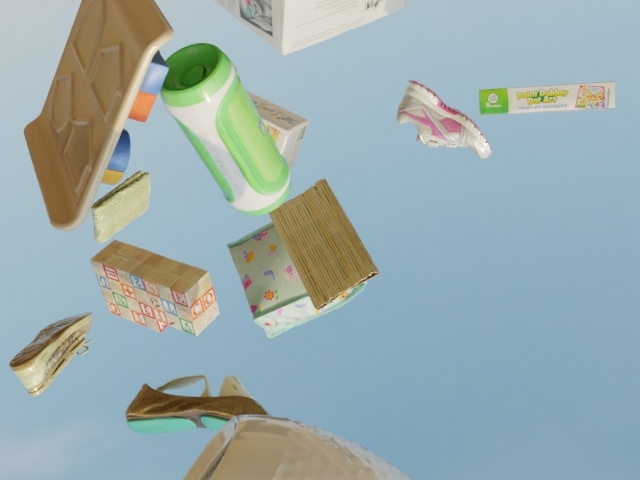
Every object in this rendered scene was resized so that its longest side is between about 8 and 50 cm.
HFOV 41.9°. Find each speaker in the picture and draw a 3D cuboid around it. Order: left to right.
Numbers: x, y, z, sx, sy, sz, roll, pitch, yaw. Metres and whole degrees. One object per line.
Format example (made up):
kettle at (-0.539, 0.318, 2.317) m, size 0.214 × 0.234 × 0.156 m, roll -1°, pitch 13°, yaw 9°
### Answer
speaker at (-0.147, -0.170, 1.343) m, size 0.131 × 0.296 × 0.131 m, roll -12°, pitch -129°, yaw 15°

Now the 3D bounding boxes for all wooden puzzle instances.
wooden puzzle at (-0.336, -0.229, 1.290) m, size 0.080 × 0.348 × 0.322 m, roll 15°, pitch -152°, yaw -38°

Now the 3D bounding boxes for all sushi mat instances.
sushi mat at (0.000, 0.000, 1.772) m, size 0.151 × 0.019 × 0.316 m, roll -33°, pitch -133°, yaw 6°

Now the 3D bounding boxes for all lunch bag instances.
lunch bag at (-0.048, 0.063, 1.897) m, size 0.262 × 0.160 × 0.223 m, roll -25°, pitch -119°, yaw 1°

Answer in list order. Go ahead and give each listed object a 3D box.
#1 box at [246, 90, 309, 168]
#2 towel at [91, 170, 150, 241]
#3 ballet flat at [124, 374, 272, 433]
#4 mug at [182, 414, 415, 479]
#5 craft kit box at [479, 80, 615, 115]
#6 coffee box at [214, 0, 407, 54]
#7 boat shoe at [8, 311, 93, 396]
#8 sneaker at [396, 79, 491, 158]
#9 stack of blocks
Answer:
box at (-0.145, -0.228, 1.711) m, size 0.203 × 0.114 × 0.103 m, roll 28°, pitch -152°, yaw 13°
towel at (-0.394, -0.068, 1.667) m, size 0.027 × 0.110 × 0.148 m, roll 33°, pitch -128°, yaw 21°
ballet flat at (-0.228, 0.332, 1.687) m, size 0.342 × 0.116 × 0.124 m, roll -1°, pitch -124°, yaw 18°
mug at (-0.038, 0.398, 0.984) m, size 0.374 × 0.328 × 0.276 m, roll -50°, pitch -172°, yaw 20°
craft kit box at (0.449, -0.279, 1.657) m, size 0.246 × 0.061 × 0.250 m, roll -4°, pitch -173°, yaw 16°
coffee box at (-0.034, -0.642, 1.693) m, size 0.337 × 0.338 × 0.334 m, roll -27°, pitch -128°, yaw -28°
boat shoe at (-0.608, 0.253, 1.928) m, size 0.104 × 0.089 × 0.285 m, roll -14°, pitch -163°, yaw 22°
sneaker at (0.279, -0.259, 1.930) m, size 0.111 × 0.252 × 0.103 m, roll -54°, pitch -179°, yaw 15°
stack of blocks at (-0.382, 0.122, 1.953) m, size 0.297 × 0.171 × 0.087 m, roll 16°, pitch -136°, yaw 30°
